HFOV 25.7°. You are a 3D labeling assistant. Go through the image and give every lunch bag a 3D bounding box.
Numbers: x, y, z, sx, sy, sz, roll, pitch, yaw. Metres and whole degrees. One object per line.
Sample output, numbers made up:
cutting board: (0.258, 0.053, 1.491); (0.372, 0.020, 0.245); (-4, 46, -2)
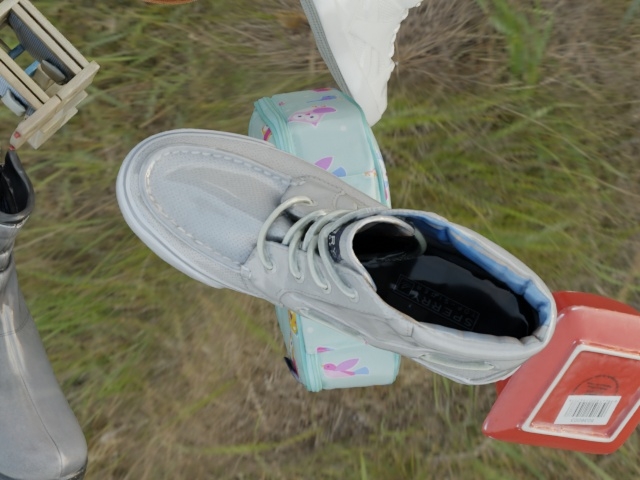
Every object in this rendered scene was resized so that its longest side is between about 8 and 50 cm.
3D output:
lunch bag: (0.000, 0.000, 1.340); (0.108, 0.224, 0.279); (-9, 106, -9)

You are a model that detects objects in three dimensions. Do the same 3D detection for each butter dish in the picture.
butter dish: (0.223, 0.100, 1.255); (0.160, 0.118, 0.159); (11, 123, -28)

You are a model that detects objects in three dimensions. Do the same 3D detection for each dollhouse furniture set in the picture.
dollhouse furniture set: (-0.365, -0.182, 1.661); (0.129, 0.184, 0.129); (46, 69, -4)

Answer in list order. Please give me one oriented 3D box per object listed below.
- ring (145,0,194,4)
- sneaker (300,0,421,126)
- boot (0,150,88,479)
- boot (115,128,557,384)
ring: (-0.200, -0.295, 1.002); (0.337, 0.336, 0.032); (40, 66, -2)
sneaker: (0.079, -0.255, 1.636); (0.169, 0.292, 0.108); (-31, 60, -5)
boot: (-0.304, 0.052, 1.289); (0.338, 0.118, 0.222); (48, 132, 28)
boot: (0.008, -0.002, 0.766); (0.258, 0.123, 0.095); (22, 78, 0)
